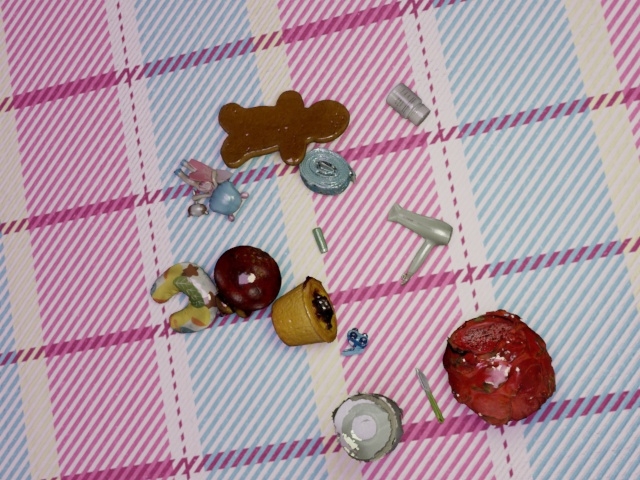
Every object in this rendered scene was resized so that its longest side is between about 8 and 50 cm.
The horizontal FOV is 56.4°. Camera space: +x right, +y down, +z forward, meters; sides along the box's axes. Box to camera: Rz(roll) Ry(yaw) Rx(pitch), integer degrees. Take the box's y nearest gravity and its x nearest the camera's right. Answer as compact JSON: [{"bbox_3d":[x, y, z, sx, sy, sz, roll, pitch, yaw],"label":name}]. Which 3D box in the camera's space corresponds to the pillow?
[{"bbox_3d":[-0.433,0.187,1.940,0.214,0.086,0.233,-36,84,15],"label":"pillow"}]

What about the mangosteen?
[{"bbox_3d":[-0.239,0.142,1.854,0.215,0.215,0.257,34,111,10],"label":"mangosteen"}]

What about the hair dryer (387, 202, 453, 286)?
[{"bbox_3d":[0.279,0.026,1.859,0.206,0.075,0.237,23,97,17],"label":"hair dryer"}]

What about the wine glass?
[{"bbox_3d":[0.140,0.523,1.689,0.190,0.357,0.190,-4,73,12],"label":"wine glass"}]

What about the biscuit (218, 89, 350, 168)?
[{"bbox_3d":[-0.115,-0.352,1.920,0.432,0.064,0.283,-9,64,7],"label":"biscuit"}]

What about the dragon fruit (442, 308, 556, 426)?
[{"bbox_3d":[0.500,0.357,1.677,0.295,0.295,0.301,-29,85,5],"label":"dragon fruit"}]

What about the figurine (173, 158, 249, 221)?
[{"bbox_3d":[-0.376,-0.156,1.943,0.260,0.103,0.205,35,91,9],"label":"figurine"}]

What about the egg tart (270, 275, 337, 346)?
[{"bbox_3d":[-0.047,0.227,1.815,0.171,0.215,0.215,-23,82,17],"label":"egg tart"}]

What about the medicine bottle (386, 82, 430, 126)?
[{"bbox_3d":[0.278,-0.426,1.879,0.130,0.080,0.080,43,92,9],"label":"medicine bottle"}]

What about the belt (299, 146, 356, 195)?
[{"bbox_3d":[0.014,-0.215,1.899,0.147,0.082,0.163,-35,72,-4],"label":"belt"}]

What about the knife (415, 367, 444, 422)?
[{"bbox_3d":[0.334,0.471,1.824,0.022,0.026,0.184,-30,82,45],"label":"knife"}]

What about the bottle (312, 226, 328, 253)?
[{"bbox_3d":[0.000,0.000,1.909,0.030,0.030,0.083,-21,83,6],"label":"bottle"}]

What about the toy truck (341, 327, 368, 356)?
[{"bbox_3d":[0.104,0.324,1.858,0.073,0.056,0.090,31,103,4],"label":"toy truck"}]
